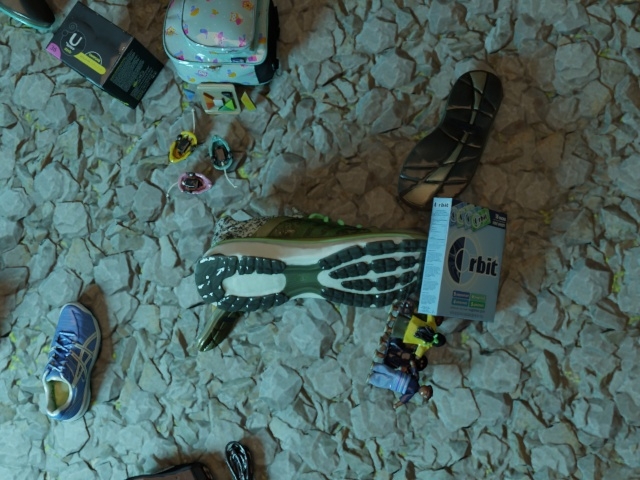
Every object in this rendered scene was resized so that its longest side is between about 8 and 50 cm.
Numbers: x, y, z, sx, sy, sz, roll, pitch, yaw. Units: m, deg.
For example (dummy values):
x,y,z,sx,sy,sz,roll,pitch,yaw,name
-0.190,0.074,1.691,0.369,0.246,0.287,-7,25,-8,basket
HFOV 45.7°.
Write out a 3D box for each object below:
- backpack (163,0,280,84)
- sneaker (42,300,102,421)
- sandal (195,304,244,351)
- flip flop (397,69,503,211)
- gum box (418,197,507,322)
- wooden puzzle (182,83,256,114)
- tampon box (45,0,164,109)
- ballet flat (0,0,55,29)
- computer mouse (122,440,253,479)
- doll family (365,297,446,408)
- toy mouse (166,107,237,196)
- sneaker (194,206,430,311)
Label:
x,y,z,sx,sy,sz,roll,pitch,yaw,name
-0.176,-0.355,1.302,0.188,0.144,0.165,-2,75,12,backpack
-0.435,0.211,1.322,0.080,0.081,0.211,-1,84,8,sneaker
-0.162,0.113,1.313,0.049,0.072,0.180,41,95,29,sandal
0.224,-0.164,1.286,0.112,0.080,0.277,24,74,12,flip flop
0.233,0.034,1.231,0.041,0.157,0.184,6,86,48,gum box
-0.177,-0.247,1.335,0.116,0.078,0.014,-2,58,12,wooden puzzle
-0.368,-0.315,1.314,0.120,0.161,0.101,34,90,8,tampon box
-0.598,-0.487,1.377,0.280,0.095,0.096,30,120,7,ballet flat
-0.224,0.466,1.294,0.262,0.060,0.184,-18,80,-7,computer mouse
0.152,0.183,1.268,0.111,0.076,0.193,20,93,3,doll family
-0.203,-0.130,1.347,0.143,0.031,0.161,30,90,8,toy mouse
0.000,0.000,1.256,0.411,0.158,0.182,0,45,-8,sneaker
